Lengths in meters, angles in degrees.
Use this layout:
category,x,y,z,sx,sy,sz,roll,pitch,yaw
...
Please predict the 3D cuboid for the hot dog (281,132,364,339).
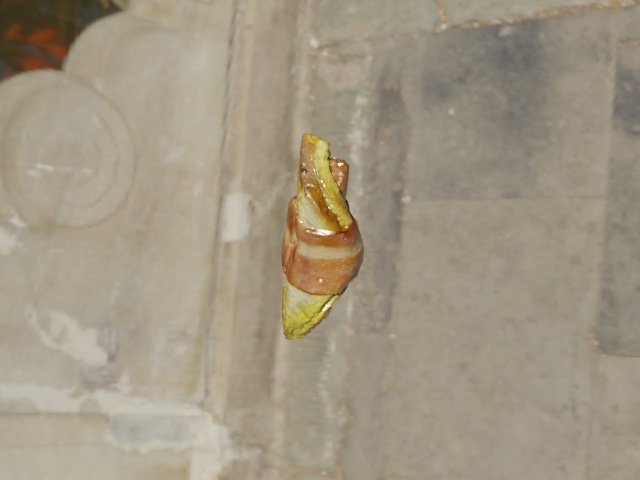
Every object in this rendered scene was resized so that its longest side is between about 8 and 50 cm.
category,x,y,z,sx,sy,sz,roll,pitch,yaw
hot dog,0.005,0.002,1.452,0.123,0.093,0.261,-114,29,-57
